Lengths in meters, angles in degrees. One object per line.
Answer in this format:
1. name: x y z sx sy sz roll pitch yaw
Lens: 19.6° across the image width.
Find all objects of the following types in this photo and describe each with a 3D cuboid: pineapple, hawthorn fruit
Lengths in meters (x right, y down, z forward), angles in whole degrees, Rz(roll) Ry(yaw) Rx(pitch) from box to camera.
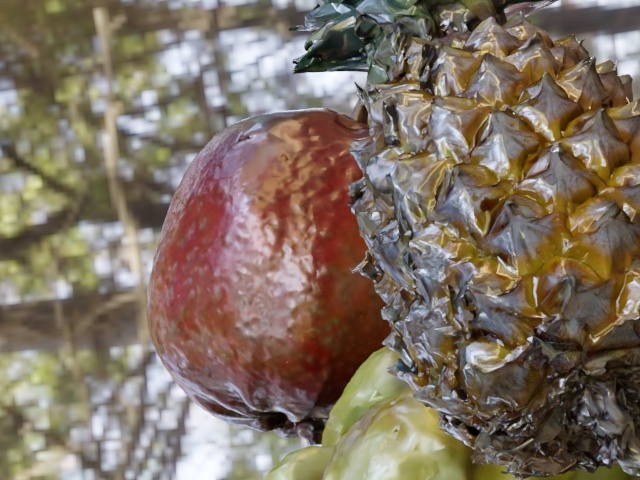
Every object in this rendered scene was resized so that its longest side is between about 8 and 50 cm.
1. pineapple: 0.040 -0.035 0.451 0.103 0.083 0.221 86 169 -51
2. hawthorn fruit: 0.000 0.000 0.898 0.157 0.157 0.194 33 -111 -66

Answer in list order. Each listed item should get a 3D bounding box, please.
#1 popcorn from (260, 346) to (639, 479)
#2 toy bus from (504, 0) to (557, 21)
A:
1. popcorn: 0.095 0.153 0.759 0.225 0.276 0.276 -49 -30 -4
2. toy bus: 0.098 -0.167 1.142 0.090 0.203 0.063 5 -106 -37
